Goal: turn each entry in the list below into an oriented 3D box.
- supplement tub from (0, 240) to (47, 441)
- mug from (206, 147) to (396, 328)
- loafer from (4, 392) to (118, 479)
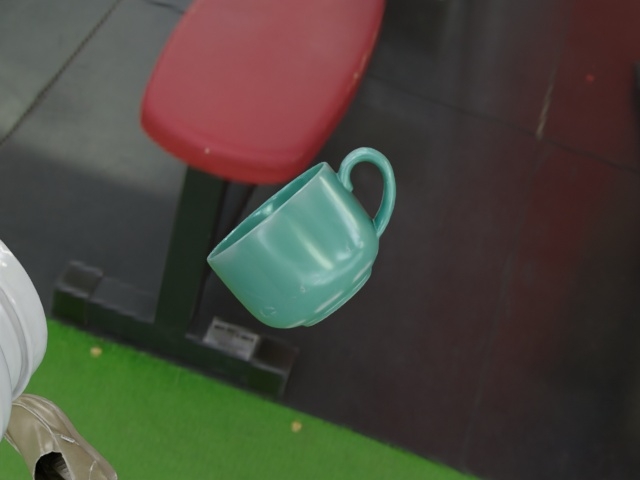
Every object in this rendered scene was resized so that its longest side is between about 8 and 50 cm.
[{"bbox_3d":[-0.292,0.107,0.667,0.191,0.191,0.272,24,44,8],"label":"supplement tub"},{"bbox_3d":[-0.006,0.006,1.016,0.097,0.158,0.129,51,39,-8],"label":"mug"},{"bbox_3d":[-0.249,0.193,1.122,0.148,0.056,0.050,32,24,24],"label":"loafer"}]
